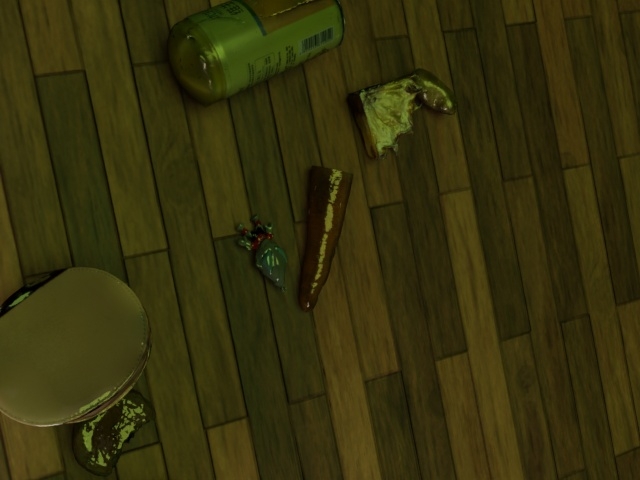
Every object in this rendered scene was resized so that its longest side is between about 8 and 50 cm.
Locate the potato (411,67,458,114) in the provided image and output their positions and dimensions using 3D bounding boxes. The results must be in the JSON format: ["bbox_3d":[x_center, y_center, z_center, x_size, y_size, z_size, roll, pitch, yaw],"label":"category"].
[{"bbox_3d":[0.173,-0.226,1.270,0.092,0.046,0.045,39,60,-7],"label":"potato"}]

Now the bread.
[{"bbox_3d":[-0.270,0.234,1.045,0.082,0.060,0.113,47,69,-16],"label":"bread"}]

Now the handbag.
[{"bbox_3d":[-0.296,0.127,0.982,0.205,0.116,0.179,-39,79,-20],"label":"handbag"}]

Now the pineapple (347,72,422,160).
[{"bbox_3d":[0.091,-0.190,1.219,0.116,0.069,0.137,22,81,-22],"label":"pineapple"}]

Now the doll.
[{"bbox_3d":[-0.072,0.019,1.154,0.114,0.039,0.057,60,26,-1],"label":"doll"}]

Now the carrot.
[{"bbox_3d":[0.000,0.000,1.182,0.061,0.061,0.210,11,89,-23],"label":"carrot"}]

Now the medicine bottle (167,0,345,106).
[{"bbox_3d":[-0.091,-0.273,1.115,0.238,0.124,0.124,-28,99,-22],"label":"medicine bottle"}]
